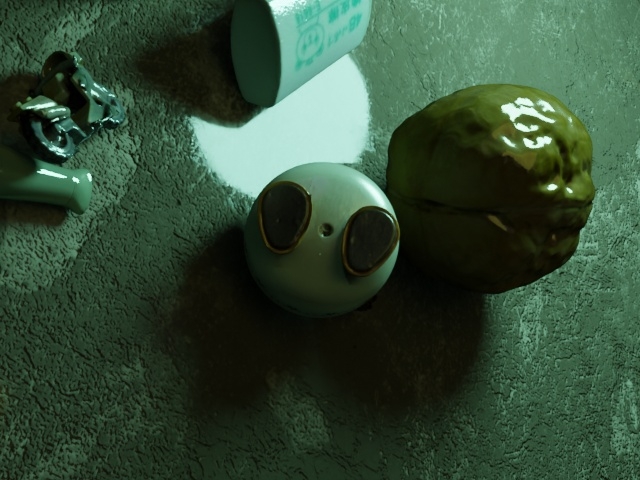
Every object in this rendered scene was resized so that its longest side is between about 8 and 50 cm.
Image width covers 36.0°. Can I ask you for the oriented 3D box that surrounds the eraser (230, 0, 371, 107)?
[{"bbox_3d":[-0.027,-0.361,1.617,0.290,0.104,0.189,-44,148,-43],"label":"eraser"}]

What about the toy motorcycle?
[{"bbox_3d":[-0.340,-0.177,1.290,0.130,0.094,0.229,54,23,-11],"label":"toy motorcycle"}]

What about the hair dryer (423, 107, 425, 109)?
[{"bbox_3d":[0.205,-0.210,1.839,0.037,0.063,0.114,23,43,-32],"label":"hair dryer"}]

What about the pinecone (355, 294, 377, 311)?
[{"bbox_3d":[0.053,0.075,1.562,0.077,0.077,0.083,39,34,-23],"label":"pinecone"}]

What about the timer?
[{"bbox_3d":[0.000,0.000,1.482,0.233,0.240,0.234,1,79,-5],"label":"timer"}]

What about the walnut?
[{"bbox_3d":[0.291,-0.091,1.679,0.397,0.308,0.354,-3,117,-41],"label":"walnut"}]

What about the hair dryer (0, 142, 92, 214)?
[{"bbox_3d":[-0.384,-0.002,1.219,0.206,0.075,0.237,18,68,-43],"label":"hair dryer"}]
